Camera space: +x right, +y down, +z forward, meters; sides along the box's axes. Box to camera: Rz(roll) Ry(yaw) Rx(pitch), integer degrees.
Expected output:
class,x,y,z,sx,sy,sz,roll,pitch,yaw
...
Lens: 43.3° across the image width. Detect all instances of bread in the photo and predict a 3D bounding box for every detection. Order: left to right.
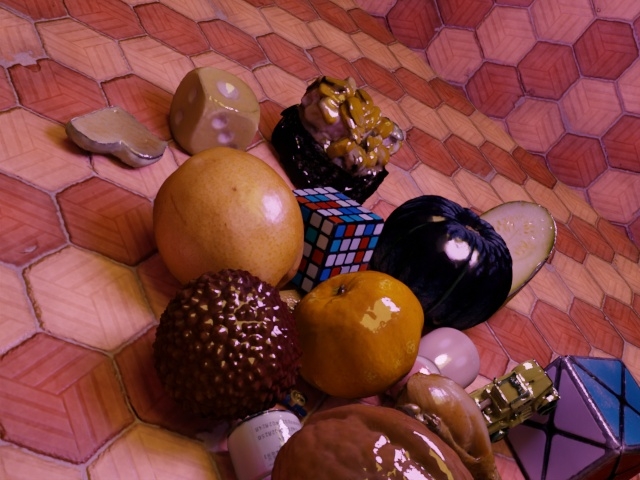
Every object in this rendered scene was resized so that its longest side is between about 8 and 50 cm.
class,x,y,z,sx,sy,sz,roll,pitch,yaw
bread,-0.459,-0.235,1.779,0.232,0.064,0.172,13,40,-38
bread,-0.044,0.147,1.741,0.226,0.049,0.088,-3,51,-47

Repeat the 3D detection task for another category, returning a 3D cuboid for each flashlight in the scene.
class,x,y,z,sx,sy,sz,roll,pitch,yaw
flashlight,-0.074,0.292,1.541,0.121,0.035,0.057,28,34,-18

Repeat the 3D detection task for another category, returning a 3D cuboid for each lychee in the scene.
class,x,y,z,sx,sy,sz,roll,pitch,yaw
lychee,-0.156,0.173,1.389,0.268,0.267,0.267,27,34,-20

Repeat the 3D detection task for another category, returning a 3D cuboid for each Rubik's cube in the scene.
class,x,y,z,sx,sy,sz,roll,pitch,yaw
Rubik's cube,0.000,0.000,1.801,0.182,0.184,0.187,33,26,33
Rubik's cube,0.602,0.430,1.855,0.259,0.254,0.260,8,43,-41

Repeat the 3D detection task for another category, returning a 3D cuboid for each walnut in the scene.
class,x,y,z,sx,sy,sz,roll,pitch,yaw
walnut,0.077,0.382,1.143,0.333,0.333,0.332,27,34,-20

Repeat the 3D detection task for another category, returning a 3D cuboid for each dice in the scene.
class,x,y,z,sx,sy,sz,roll,pitch,yaw
dice,-0.260,-0.306,1.971,0.166,0.169,0.169,11,42,-37

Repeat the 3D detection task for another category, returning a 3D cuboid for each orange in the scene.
class,x,y,z,sx,sy,sz,roll,pitch,yaw
orange,0.071,0.189,1.607,0.235,0.279,0.279,70,25,-20

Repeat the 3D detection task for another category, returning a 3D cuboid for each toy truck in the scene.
class,x,y,z,sx,sy,sz,roll,pitch,yaw
toy truck,0.389,0.353,1.743,0.260,0.135,0.128,-25,61,-10

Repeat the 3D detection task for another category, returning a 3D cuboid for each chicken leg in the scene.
class,x,y,z,sx,sy,sz,roll,pitch,yaw
chicken leg,0.287,0.430,1.583,0.429,0.153,0.201,55,-12,-11

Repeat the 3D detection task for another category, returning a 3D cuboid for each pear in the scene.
class,x,y,z,sx,sy,sz,roll,pitch,yaw
pear,-0.176,-0.024,1.592,0.315,0.314,0.314,27,34,-20

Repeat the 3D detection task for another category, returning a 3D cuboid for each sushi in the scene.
class,x,y,z,sx,sy,sz,roll,pitch,yaw
sushi,0.071,-0.278,2.169,0.329,0.285,0.327,0,49,-47

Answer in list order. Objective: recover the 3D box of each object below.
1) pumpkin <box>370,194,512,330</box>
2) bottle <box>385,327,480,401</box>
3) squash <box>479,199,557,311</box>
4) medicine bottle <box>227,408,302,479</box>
class,x,y,z,sx,sy,sz,roll,pitch,yaw
pumpkin,0.305,0.052,2.016,0.364,0.266,0.363,25,31,-16
bottle,0.235,0.290,1.761,0.147,0.147,0.237,50,36,16
squash,0.485,0.035,2.177,0.210,0.309,0.233,-3,51,-47
medicine bottle,-0.073,0.384,1.336,0.135,0.135,0.168,11,42,-38
